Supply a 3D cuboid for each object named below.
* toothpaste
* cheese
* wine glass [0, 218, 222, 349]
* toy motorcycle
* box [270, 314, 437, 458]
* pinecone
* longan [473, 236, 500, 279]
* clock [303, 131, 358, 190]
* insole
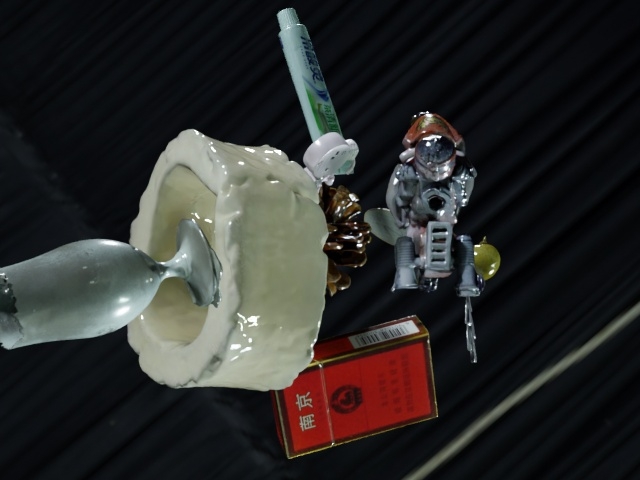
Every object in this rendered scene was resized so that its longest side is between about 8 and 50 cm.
[{"bbox_3d":[-0.013,-0.248,1.983,0.074,0.048,0.297,-7,75,-47],"label":"toothpaste"},{"bbox_3d":[-0.122,0.025,1.537,0.153,0.332,0.292,6,-3,-35],"label":"cheese"},{"bbox_3d":[-0.219,0.047,1.200,0.103,0.222,0.103,38,-45,51],"label":"wine glass"},{"bbox_3d":[0.168,-0.018,1.749,0.207,0.134,0.401,104,-13,-76],"label":"toy motorcycle"},{"bbox_3d":[0.047,0.215,1.749,0.074,0.239,0.153,-119,-162,-57],"label":"box"},{"bbox_3d":[-0.002,0.000,1.914,0.179,0.195,0.150,2,25,-39],"label":"pinecone"},{"bbox_3d":[0.297,0.033,2.201,0.075,0.083,0.075,9,-17,3],"label":"longan"},{"bbox_3d":[0.000,-0.098,1.684,0.087,0.129,0.041,-9,52,-50],"label":"clock"},{"bbox_3d":[0.152,-0.012,2.001,0.188,0.004,0.064,17,-62,30],"label":"insole"}]
